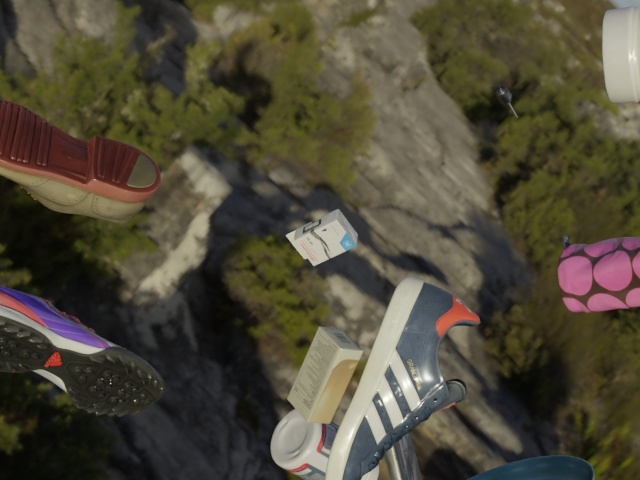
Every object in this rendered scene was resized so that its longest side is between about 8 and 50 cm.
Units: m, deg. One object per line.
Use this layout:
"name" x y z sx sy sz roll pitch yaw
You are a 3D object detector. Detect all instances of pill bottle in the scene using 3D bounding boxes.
"pill bottle" 0.521 -0.248 1.373 0.169 0.301 0.169 -2 90 -66
"pill bottle" 0.012 0.364 1.814 0.180 0.108 0.108 38 20 -35

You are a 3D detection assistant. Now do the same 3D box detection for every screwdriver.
"screwdriver" 0.322 -0.236 1.836 0.170 0.024 0.025 16 65 -70

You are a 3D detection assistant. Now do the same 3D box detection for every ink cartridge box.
"ink cartridge box" 0.000 0.000 1.378 0.048 0.083 0.028 52 26 -26

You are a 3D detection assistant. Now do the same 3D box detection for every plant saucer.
"plant saucer" 0.315 0.452 1.813 0.044 0.317 0.317 68 20 -5

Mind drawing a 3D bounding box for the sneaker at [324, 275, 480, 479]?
"sneaker" 0.119 0.233 1.509 0.148 0.350 0.131 22 1 6

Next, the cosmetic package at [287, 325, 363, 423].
"cosmetic package" 0.006 0.177 1.412 0.041 0.115 0.060 11 21 -38

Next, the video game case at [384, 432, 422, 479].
"video game case" 0.160 0.429 2.114 0.274 0.026 0.196 -9 85 -79

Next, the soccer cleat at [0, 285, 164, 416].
"soccer cleat" -0.335 0.133 1.392 0.318 0.108 0.116 29 23 -38

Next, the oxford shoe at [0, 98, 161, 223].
"oxford shoe" -0.416 -0.101 1.556 0.348 0.130 0.123 21 45 -18

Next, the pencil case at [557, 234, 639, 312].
"pencil case" 0.386 0.029 1.276 0.098 0.209 0.095 -32 106 -42
